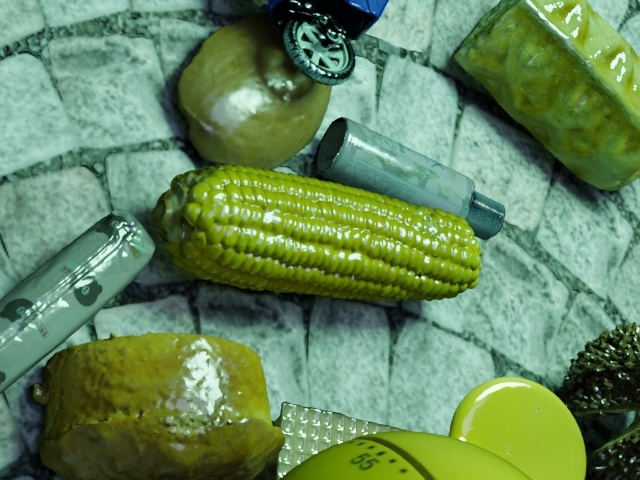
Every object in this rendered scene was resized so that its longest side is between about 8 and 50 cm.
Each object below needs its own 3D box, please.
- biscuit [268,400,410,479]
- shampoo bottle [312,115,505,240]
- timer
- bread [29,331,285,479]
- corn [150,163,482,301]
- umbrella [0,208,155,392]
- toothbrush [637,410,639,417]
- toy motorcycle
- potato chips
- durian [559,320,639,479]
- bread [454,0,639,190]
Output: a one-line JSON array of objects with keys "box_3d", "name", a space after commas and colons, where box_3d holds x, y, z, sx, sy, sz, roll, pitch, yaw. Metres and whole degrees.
[{"box_3d": [0.108, 0.242, 1.818, 0.379, 0.054, 0.094, 14, 69, -29], "name": "biscuit"}, {"box_3d": [0.097, -0.059, 1.899, 0.214, 0.072, 0.072, 24, 63, -25], "name": "shampoo bottle"}, {"box_3d": [0.110, 0.332, 1.615, 0.387, 0.376, 0.376, -13, 82, -30], "name": "timer"}, {"box_3d": [-0.134, 0.151, 1.648, 0.229, 0.139, 0.143, 5, 64, -33], "name": "bread"}, {"box_3d": [0.000, 0.000, 1.788, 0.363, 0.120, 0.120, 11, 70, -30], "name": "corn"}, {"box_3d": [-0.274, 0.088, 1.609, 0.067, 0.073, 0.337, 42, 56, 8], "name": "umbrella"}, {"box_3d": [0.374, 0.138, 2.043, 0.020, 0.025, 0.286, 25, 63, -24], "name": "toothbrush"}, {"box_3d": [0.007, -0.291, 1.886, 0.169, 0.113, 0.315, 37, 46, -12], "name": "toy motorcycle"}, {"box_3d": [-0.058, -0.153, 1.840, 0.202, 0.049, 0.150, -33, 93, -34], "name": "potato chips"}, {"box_3d": [0.344, 0.179, 1.907, 0.167, 0.196, 0.196, -36, 96, -37], "name": "durian"}, {"box_3d": [0.285, -0.171, 2.023, 0.268, 0.130, 0.152, 42, 93, -15], "name": "bread"}]
